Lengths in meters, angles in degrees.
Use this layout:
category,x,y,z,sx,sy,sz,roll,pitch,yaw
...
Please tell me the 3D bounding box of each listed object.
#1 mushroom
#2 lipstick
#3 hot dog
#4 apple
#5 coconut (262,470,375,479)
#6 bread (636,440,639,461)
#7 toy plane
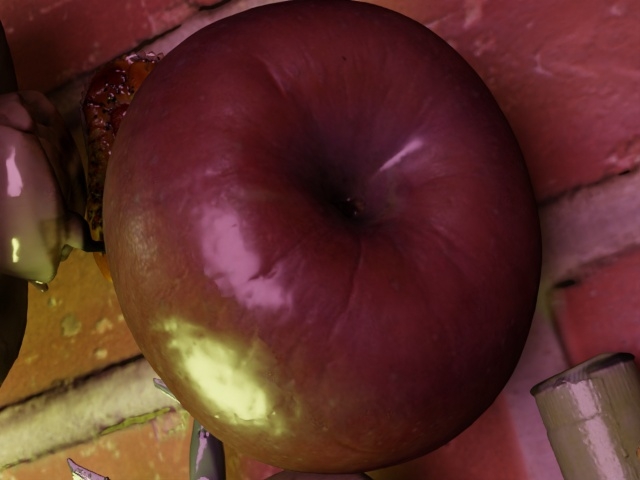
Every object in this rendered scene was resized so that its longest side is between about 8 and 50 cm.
category,x,y,z,sx,sy,sz,roll,pitch,yaw
mushroom,-0.288,-0.039,1.001,0.294,0.362,0.362,-3,86,4
lipstick,0.220,0.222,0.863,0.076,0.076,0.304,-25,78,24
hot dog,-0.144,-0.053,1.076,0.108,0.059,0.191,-11,81,22
apple,0.000,0.000,0.881,0.306,0.305,0.235,72,157,12
coconut,0.002,0.258,0.915,0.224,0.224,0.224,-1,87,28
bread,0.326,0.093,0.758,0.288,0.204,0.156,-37,54,18
toy plane,-0.085,0.209,1.031,0.226,0.058,0.226,-1,87,11
